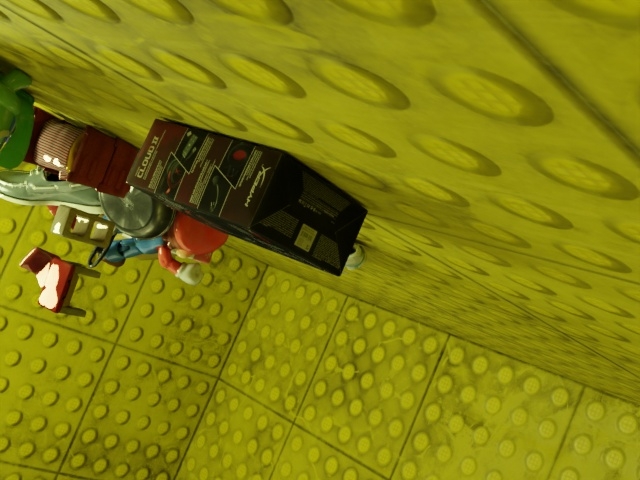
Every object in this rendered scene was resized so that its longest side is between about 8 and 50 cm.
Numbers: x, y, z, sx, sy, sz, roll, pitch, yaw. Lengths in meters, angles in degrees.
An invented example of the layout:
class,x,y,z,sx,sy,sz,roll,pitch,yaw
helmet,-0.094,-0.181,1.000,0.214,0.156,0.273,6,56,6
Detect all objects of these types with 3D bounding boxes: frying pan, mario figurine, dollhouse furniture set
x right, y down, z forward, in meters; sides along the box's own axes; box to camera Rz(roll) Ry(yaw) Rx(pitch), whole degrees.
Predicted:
class,x,y,z,sx,sy,sz,roll,pitch,yaw
frying pan,-0.448,-0.070,1.831,0.326,0.197,0.053,-23,-173,29
mario figurine,-0.344,-0.011,1.928,0.320,0.170,0.198,-3,126,24
dollhouse furniture set,-0.531,-0.057,1.713,0.201,0.374,0.152,18,177,36

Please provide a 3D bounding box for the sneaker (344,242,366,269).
class,x,y,z,sx,sy,sz,roll,pitch,yaw
sneaker,0.000,0.000,1.684,0.190,0.071,0.083,14,167,8

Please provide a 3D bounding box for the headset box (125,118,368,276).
class,x,y,z,sx,sy,sz,roll,pitch,yaw
headset box,-0.116,-0.066,1.211,0.293,0.110,0.218,19,173,39

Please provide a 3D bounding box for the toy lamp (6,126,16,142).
class,x,y,z,sx,sy,sz,roll,pitch,yaw
toy lamp,-0.725,-0.255,2.194,0.274,0.080,0.080,19,174,16

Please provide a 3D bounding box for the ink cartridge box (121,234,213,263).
class,x,y,z,sx,sy,sz,roll,pitch,yaw
ink cartridge box,-0.359,-0.050,2.087,0.217,0.159,0.092,20,176,-28

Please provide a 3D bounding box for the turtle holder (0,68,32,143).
class,x,y,z,sx,sy,sz,roll,pitch,yaw
turtle holder,-0.596,-0.198,1.333,0.320,0.228,0.243,20,173,36

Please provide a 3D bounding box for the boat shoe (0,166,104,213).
class,x,y,z,sx,sy,sz,roll,pitch,yaw
boat shoe,-0.604,-0.138,1.919,0.319,0.099,0.116,10,-150,11

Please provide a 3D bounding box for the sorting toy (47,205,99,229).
class,x,y,z,sx,sy,sz,roll,pitch,yaw
sorting toy,-0.578,-0.138,2.133,0.127,0.126,0.365,40,-169,-15

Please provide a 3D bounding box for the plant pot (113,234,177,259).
class,x,y,z,sx,sy,sz,roll,pitch,yaw
plant pot,-0.433,-0.064,2.239,0.187,0.212,0.212,5,167,26

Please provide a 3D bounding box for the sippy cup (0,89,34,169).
class,x,y,z,sx,sy,sz,roll,pitch,yaw
sippy cup,-0.695,-0.219,1.596,0.240,0.224,0.305,26,174,-32

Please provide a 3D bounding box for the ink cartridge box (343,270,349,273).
class,x,y,z,sx,sy,sz,roll,pitch,yaw
ink cartridge box,-0.020,0.008,1.813,0.180,0.060,0.104,26,174,-23
